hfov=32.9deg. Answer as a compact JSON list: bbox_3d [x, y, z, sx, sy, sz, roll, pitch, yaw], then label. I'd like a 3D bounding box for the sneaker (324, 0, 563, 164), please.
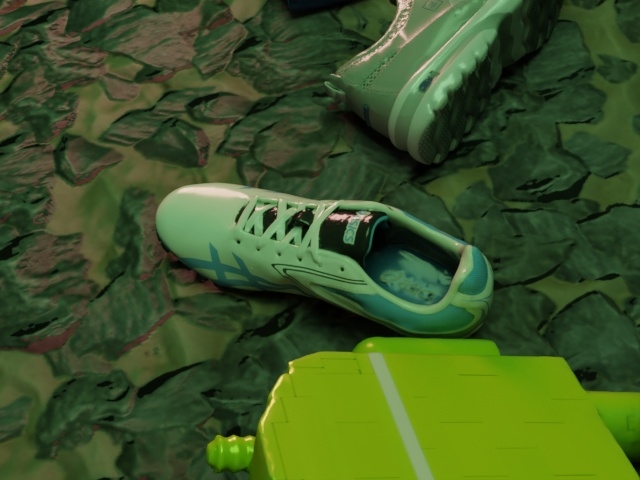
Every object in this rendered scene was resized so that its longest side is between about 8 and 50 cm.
[{"bbox_3d":[0.112,-0.187,0.850,0.115,0.105,0.281,29,58,21],"label":"sneaker"}]

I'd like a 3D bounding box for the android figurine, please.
[{"bbox_3d":[0.078,0.129,0.576,0.273,0.056,0.248,0,32,-16],"label":"android figurine"}]

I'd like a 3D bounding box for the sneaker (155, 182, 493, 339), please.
[{"bbox_3d":[0.000,0.000,0.716,0.237,0.086,0.085,16,55,14],"label":"sneaker"}]

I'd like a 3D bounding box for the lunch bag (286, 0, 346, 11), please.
[{"bbox_3d":[0.007,-0.236,0.915,0.098,0.067,0.065,-17,54,-14],"label":"lunch bag"}]
